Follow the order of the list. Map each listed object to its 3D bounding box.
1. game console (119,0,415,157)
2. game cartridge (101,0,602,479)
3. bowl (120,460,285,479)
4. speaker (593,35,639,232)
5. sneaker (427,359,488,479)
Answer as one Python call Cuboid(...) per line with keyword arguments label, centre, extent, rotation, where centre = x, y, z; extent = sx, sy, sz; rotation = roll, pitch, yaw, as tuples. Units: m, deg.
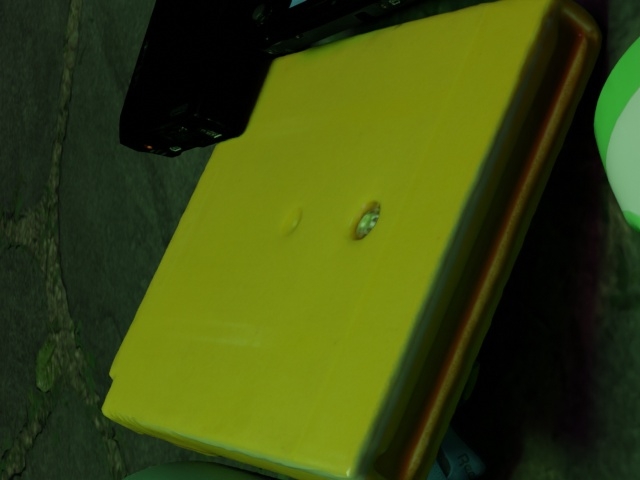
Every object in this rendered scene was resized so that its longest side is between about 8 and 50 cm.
Cuboid(label="game console", centre=(-0.017, -0.183, 0.886), extent=(0.361, 0.044, 0.213), rotation=(-11, 59, 52))
Cuboid(label="game cartridge", centre=(0.000, 0.000, 0.793), extent=(0.324, 0.053, 0.285), rotation=(-1, 61, 59))
Cuboid(label="bowl", centre=(-0.004, 0.264, 0.691), extent=(0.163, 0.311, 0.311), rotation=(-14, 75, 37))
Cuboid(label="speaker", centre=(0.218, 0.034, 0.474), extent=(0.131, 0.131, 0.296), rotation=(-60, 41, 35))
Cuboid(label="sneaker", centre=(0.055, 0.065, 0.802), extent=(0.082, 0.069, 0.209), rotation=(-18, 50, 11))
